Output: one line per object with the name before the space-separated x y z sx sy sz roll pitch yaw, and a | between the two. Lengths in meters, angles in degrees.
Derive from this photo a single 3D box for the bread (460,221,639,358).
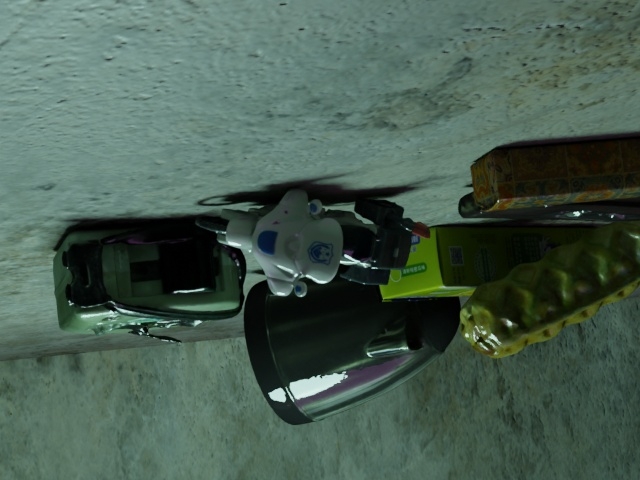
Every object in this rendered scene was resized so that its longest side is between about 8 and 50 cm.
bread | 0.289 0.053 1.947 0.269 0.087 0.098 -27 157 -1

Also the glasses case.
glasses case | 0.249 -0.059 1.457 0.218 0.049 0.075 -5 173 -11

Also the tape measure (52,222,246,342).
tape measure | -0.169 0.046 1.685 0.207 0.115 0.235 -2 172 -14

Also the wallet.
wallet | 0.270 -0.045 1.621 0.229 0.049 0.182 0 173 -35

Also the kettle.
kettle | 0.069 0.121 2.227 0.271 0.207 0.251 -17 163 21

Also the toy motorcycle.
toy motorcycle | 0.000 0.000 1.561 0.221 0.102 0.150 3 -171 -42

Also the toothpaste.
toothpaste | 0.215 0.028 2.059 0.327 0.077 0.110 0 169 -43
